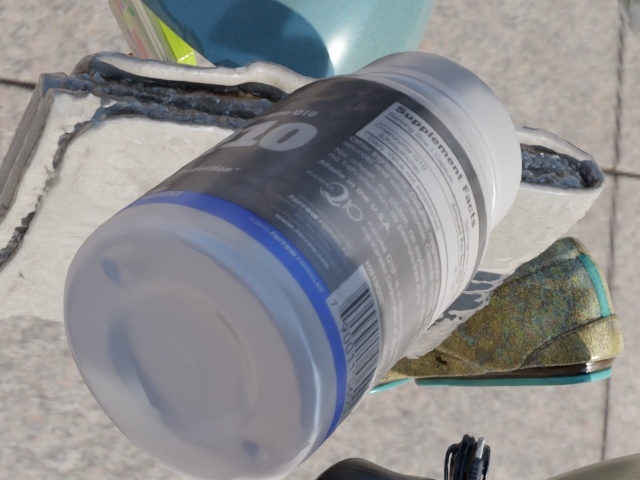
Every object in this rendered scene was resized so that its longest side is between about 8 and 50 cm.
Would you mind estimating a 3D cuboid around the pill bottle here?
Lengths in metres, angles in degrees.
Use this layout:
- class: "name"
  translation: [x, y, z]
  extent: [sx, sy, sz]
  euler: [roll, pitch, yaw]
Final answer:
- class: "pill bottle"
  translation: [0.000, 0.000, 0.383]
  extent: [0.137, 0.078, 0.078]
  euler: [-41, 110, -49]

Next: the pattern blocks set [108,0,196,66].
- class: "pattern blocks set"
  translation: [-0.155, -0.178, 1.326]
  extent: [0.026, 0.285, 0.324]
  euler: [-26, 101, -12]

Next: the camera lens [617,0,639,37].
- class: "camera lens"
  translation: [0.378, -0.208, 1.034]
  extent: [0.274, 0.219, 0.219]
  euler: [32, 61, 20]

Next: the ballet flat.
- class: "ballet flat"
  translation: [0.058, 0.063, 1.023]
  extent: [0.123, 0.348, 0.123]
  euler: [18, 67, -48]

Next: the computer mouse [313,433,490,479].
- class: "computer mouse"
  translation: [0.087, 0.285, 1.397]
  extent: [0.272, 0.072, 0.188]
  euler: [15, 91, -48]

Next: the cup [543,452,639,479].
- class: "cup"
  translation: [0.232, 0.246, 0.776]
  extent: [0.237, 0.331, 0.331]
  euler: [-29, 103, -37]

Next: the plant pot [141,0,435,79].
- class: "plant pot"
  translation: [-0.010, -0.254, 1.102]
  extent: [0.290, 0.290, 0.195]
  euler: [30, 114, -28]

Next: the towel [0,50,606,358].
- class: "towel"
  translation: [-0.024, -0.008, 0.687]
  extent: [0.282, 0.187, 0.049]
  euler: [10, 55, -26]
